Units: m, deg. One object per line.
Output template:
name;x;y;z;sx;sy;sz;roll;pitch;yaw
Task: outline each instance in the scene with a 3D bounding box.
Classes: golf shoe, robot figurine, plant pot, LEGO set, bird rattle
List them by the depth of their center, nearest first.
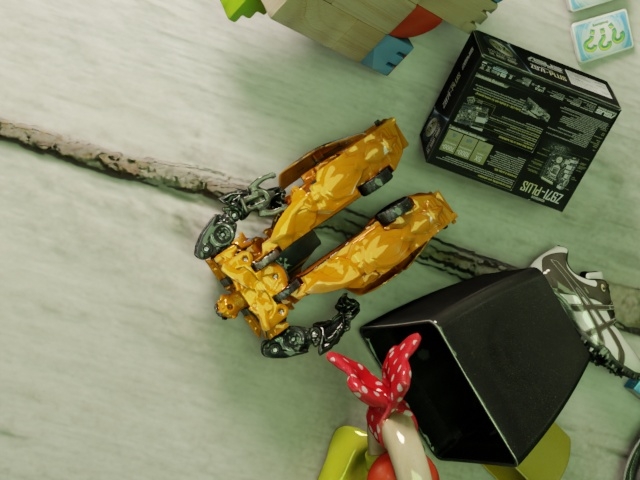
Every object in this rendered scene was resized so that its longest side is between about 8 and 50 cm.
bird rattle;0.089;0.235;1.524;0.143;0.253;0.207;-9;51;-19
robot figurine;0.000;0.000;1.579;0.291;0.085;0.211;-35;98;-11
plant pot;0.188;0.130;1.587;0.167;0.188;0.187;-34;98;-24
plant pot;0.246;0.248;1.647;0.081;0.081;0.083;45;71;-10
golf shoe;0.327;0.088;1.663;0.198;0.077;0.094;41;82;-12
LEGO set;0.409;-0.328;1.680;0.244;0.060;0.182;-17;103;-13

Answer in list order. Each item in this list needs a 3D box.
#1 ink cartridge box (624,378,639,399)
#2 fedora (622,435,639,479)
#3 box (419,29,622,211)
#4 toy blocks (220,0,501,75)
ink cartridge box;0.418;0.161;1.710;0.048;0.028;0.083;38;82;-12
fedora;0.509;0.306;1.686;0.275;0.124;0.244;20;87;-13
box;0.227;-0.136;1.602;0.180;0.077;0.147;18;118;-13
toy blocks;0.112;-0.326;1.524;0.261;0.191;0.381;20;126;-44
